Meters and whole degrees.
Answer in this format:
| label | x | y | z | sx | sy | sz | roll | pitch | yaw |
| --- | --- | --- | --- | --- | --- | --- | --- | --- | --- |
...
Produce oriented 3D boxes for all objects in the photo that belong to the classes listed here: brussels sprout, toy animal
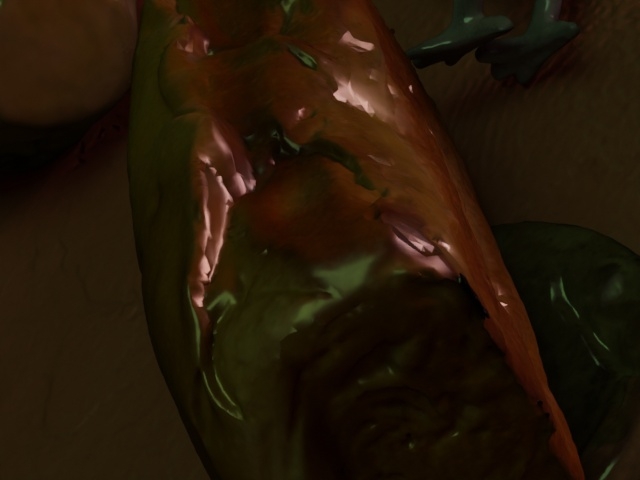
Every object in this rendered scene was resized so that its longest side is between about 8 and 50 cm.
| label | x | y | z | sx | sy | sz | roll | pitch | yaw |
| --- | --- | --- | --- | --- | --- | --- | --- | --- | --- |
| brussels sprout | -0.258 | -0.170 | 1.022 | 0.294 | 0.227 | 0.260 | 25 | 91 | 34 |
| toy animal | 0.107 | -0.189 | 0.854 | 0.367 | 0.081 | 0.206 | -1 | 73 | 56 |

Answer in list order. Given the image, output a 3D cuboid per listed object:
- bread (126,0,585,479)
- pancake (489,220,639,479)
| label | x | y | z | sx | sy | sz | roll | pitch | yaw |
| --- | --- | --- | --- | --- | --- | --- | --- | --- | --- |
| bread | -0.006 | 0.000 | 0.708 | 0.148 | 0.195 | 0.344 | -29 | 33 | 10 |
| pancake | 0.065 | 0.091 | 0.749 | 0.241 | 0.050 | 0.242 | -23 | 38 | 20 |
